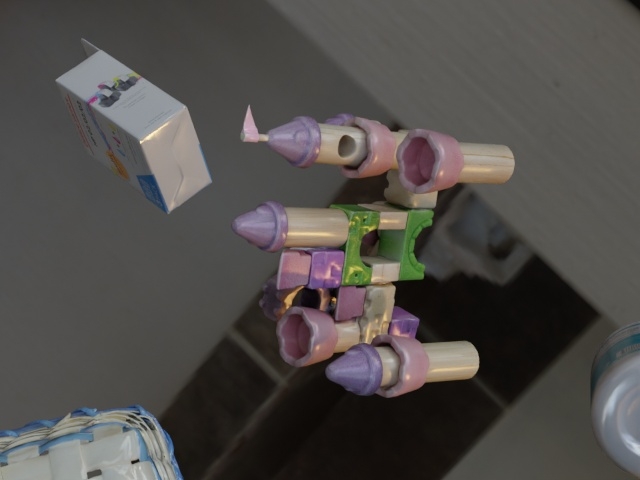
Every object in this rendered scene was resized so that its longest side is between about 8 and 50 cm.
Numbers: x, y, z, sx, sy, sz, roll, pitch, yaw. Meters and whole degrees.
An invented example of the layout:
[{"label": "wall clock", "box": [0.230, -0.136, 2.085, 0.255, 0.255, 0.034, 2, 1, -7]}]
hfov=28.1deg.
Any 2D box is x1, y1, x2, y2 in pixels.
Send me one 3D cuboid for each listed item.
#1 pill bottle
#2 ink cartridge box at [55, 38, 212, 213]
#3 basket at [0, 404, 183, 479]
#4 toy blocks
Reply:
[{"label": "pill bottle", "box": [0.390, 0.177, 1.497, 0.146, 0.146, 0.264, -49, 176, 14]}, {"label": "ink cartridge box", "box": [-0.196, -0.116, 1.267, 0.061, 0.181, 0.104, -38, 140, -21]}, {"label": "basket", "box": [-0.231, 0.257, 1.118, 0.254, 0.201, 0.289, -15, 174, -7]}, {"label": "toy blocks", "box": [0.000, 0.000, 1.381, 0.260, 0.309, 0.289, -1, 104, -37]}]
